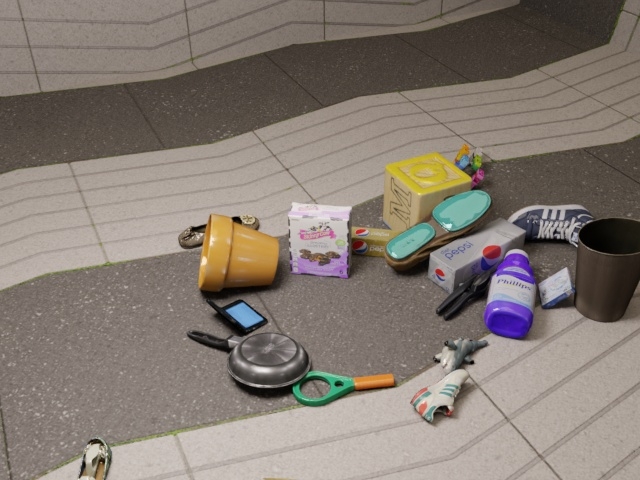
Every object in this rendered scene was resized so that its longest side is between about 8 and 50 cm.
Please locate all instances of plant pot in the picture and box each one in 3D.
[{"bbox_3d":[-0.215,0.042,1.929,0.188,0.205,0.205,9,33,-14],"label":"plant pot"}]

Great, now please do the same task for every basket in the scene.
[{"bbox_3d":[0.718,0.080,1.807,0.205,0.226,0.154,-12,37,-16],"label":"basket"}]

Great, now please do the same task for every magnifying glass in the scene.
[{"bbox_3d":[0.052,0.330,1.647,0.231,0.026,0.092,-7,35,-5],"label":"magnifying glass"}]

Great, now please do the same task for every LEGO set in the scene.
[{"bbox_3d":[0.480,-0.247,2.411,0.087,0.093,0.227,32,31,-8],"label":"LEGO set"}]

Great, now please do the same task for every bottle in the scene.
[{"bbox_3d":[0.494,0.127,1.860,0.118,0.092,0.282,14,38,12],"label":"bottle"}]

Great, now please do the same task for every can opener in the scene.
[{"bbox_3d":[0.368,0.141,1.878,0.186,0.073,0.059,-34,47,-22],"label":"can opener"}]

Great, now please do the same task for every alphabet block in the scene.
[{"bbox_3d":[0.308,-0.118,2.121,0.193,0.197,0.193,-18,39,-22],"label":"alphabet block"}]

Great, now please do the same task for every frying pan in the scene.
[{"bbox_3d":[-0.160,0.249,1.736,0.197,0.053,0.326,-17,33,-34],"label":"frying pan"}]

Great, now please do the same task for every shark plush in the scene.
[{"bbox_3d":[0.336,0.273,1.720,0.161,0.073,0.067,-8,51,-46],"label":"shark plush"}]

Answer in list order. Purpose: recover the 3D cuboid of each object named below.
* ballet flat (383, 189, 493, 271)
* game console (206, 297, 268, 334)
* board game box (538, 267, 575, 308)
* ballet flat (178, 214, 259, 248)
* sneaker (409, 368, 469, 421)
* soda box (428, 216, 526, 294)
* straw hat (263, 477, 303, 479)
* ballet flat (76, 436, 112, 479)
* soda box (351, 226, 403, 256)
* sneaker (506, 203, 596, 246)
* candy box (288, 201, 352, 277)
[{"bbox_3d":[0.326,-0.018,2.005,0.342,0.124,0.116,-34,61,-10],"label":"ballet flat"},{"bbox_3d":[-0.212,0.177,1.829,0.122,0.107,0.071,32,75,38],"label":"game console"},{"bbox_3d":[0.613,0.124,1.877,0.020,0.090,0.090,40,32,-19],"label":"board game box"},{"bbox_3d":[-0.300,-0.036,2.139,0.250,0.058,0.084,-15,38,-18],"label":"ballet flat"},{"bbox_3d":[0.278,0.347,1.599,0.161,0.057,0.075,-21,57,-28],"label":"sneaker"},{"bbox_3d":[0.432,0.039,1.988,0.286,0.091,0.098,-24,42,-29],"label":"soda box"},{"bbox_3d":[-0.042,0.491,1.379,0.145,0.144,0.061,3,76,6],"label":"straw hat"},{"bbox_3d":[-0.456,0.469,1.425,0.070,0.070,0.188,-4,36,-5],"label":"ballet flat"},{"bbox_3d":[0.146,0.005,2.068,0.182,0.061,0.058,5,35,8],"label":"soda box"},{"bbox_3d":[0.679,-0.029,2.073,0.282,0.099,0.153,-8,34,-15],"label":"sneaker"},{"bbox_3d":[0.000,0.000,1.963,0.165,0.196,0.070,5,36,9],"label":"candy box"}]
